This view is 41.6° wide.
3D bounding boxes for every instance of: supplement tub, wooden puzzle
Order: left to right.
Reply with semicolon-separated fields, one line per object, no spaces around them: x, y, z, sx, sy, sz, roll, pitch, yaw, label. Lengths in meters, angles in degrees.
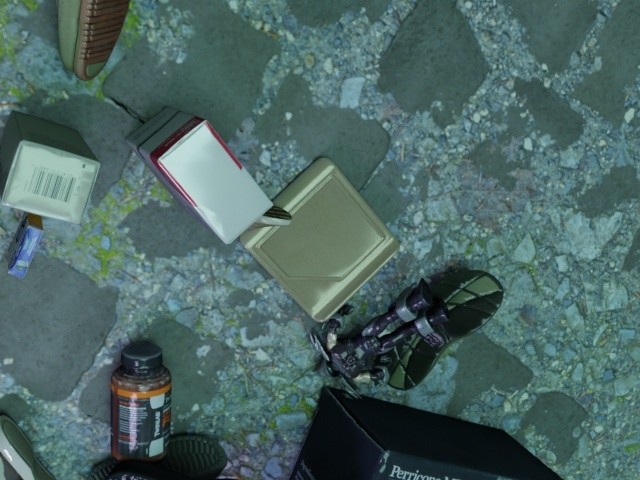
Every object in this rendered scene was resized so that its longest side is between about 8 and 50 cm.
-0.314;0.283;1.474;0.106;0.106;0.198;-2;107;-22;supplement tub
0.000;0.000;1.556;0.221;0.044;0.238;-44;111;-4;wooden puzzle

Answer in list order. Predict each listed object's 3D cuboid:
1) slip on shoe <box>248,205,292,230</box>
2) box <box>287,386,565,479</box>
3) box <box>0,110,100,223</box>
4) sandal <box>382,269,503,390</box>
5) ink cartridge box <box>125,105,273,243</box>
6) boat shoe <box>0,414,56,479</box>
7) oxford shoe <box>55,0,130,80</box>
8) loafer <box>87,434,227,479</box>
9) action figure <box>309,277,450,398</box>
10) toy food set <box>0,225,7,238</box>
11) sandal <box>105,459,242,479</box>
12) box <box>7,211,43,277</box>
-0.118;-0.037;1.478;0.135;0.051;0.041;6;120;-7;slip on shoe
0.171;0.599;1.666;0.480;0.297;0.471;18;96;-26;box
-0.402;-0.112;1.224;0.113;0.275;0.094;16;99;-25;box
0.233;0.170;1.677;0.303;0.086;0.120;-45;80;13;sandal
-0.197;-0.110;1.332;0.100;0.237;0.172;-42;116;-9;ink cartridge box
-0.500;0.452;1.447;0.097;0.116;0.324;-29;110;-7;boat shoe
-0.363;-0.441;1.248;0.146;0.140;0.397;12;108;7;oxford shoe
-0.295;0.429;1.546;0.251;0.094;0.087;-10;134;-10;loafer
0.104;0.187;1.604;0.285;0.099;0.185;-33;113;15;action figure
-0.602;0.023;1.315;0.192;0.038;0.132;-46;116;-4;toy food set
-0.151;0.469;1.446;0.446;0.107;0.167;19;111;5;sandal
-0.460;0.004;1.313;0.028;0.136;0.081;22;97;-26;box
